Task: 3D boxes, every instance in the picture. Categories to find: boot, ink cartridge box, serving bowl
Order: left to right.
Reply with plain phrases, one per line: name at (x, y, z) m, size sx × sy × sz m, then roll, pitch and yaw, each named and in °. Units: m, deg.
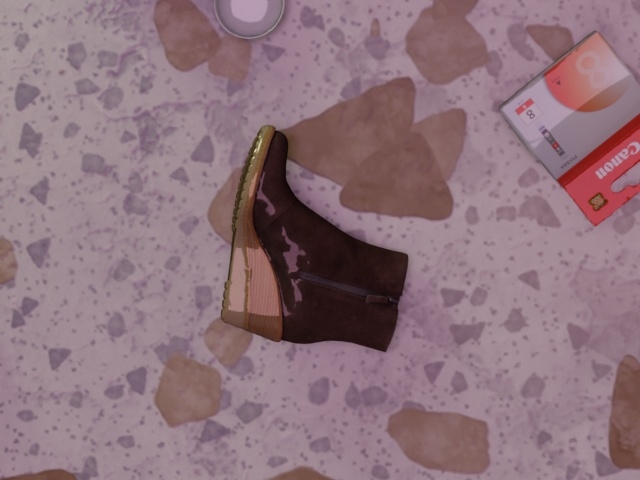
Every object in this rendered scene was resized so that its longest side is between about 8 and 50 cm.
serving bowl at (-0.082, -0.277, 1.866) m, size 0.083 × 0.027 × 0.083 m, roll 0°, pitch 94°, yaw 5°
boot at (0.000, 0.000, 1.863) m, size 0.207 × 0.090 × 0.248 m, roll 8°, pitch 93°, yaw -7°
ink cartridge box at (0.314, -0.127, 1.833) m, size 0.145 × 0.045 × 0.179 m, roll -39°, pitch 87°, yaw 7°
